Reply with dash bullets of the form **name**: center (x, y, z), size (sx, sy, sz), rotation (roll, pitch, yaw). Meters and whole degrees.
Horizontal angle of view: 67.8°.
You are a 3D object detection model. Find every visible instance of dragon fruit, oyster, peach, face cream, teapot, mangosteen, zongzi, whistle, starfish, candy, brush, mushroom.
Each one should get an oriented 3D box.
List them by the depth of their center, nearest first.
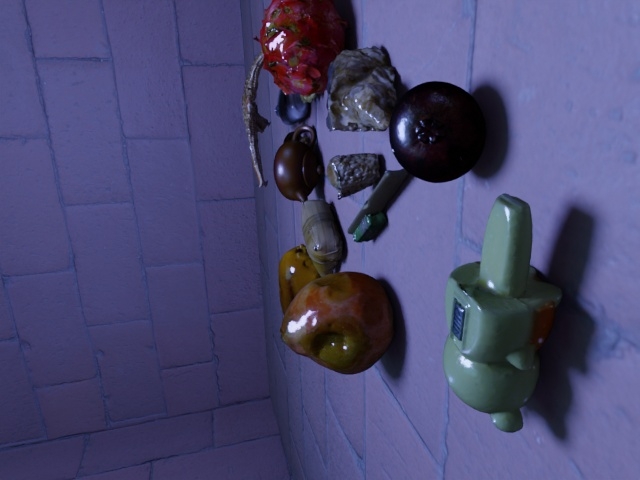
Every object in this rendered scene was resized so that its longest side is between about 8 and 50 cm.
- **whistle**: center (0.200, 0.087, 0.538), size (0.131, 0.106, 0.288), rotation (-118, 24, -61)
- **mangosteen**: center (0.154, -0.142, 0.628), size (0.140, 0.140, 0.139), rotation (174, 90, -76)
- **oyster**: center (0.063, -0.280, 0.907), size (0.341, 0.111, 0.166), rotation (-93, 12, -49)
- **brush**: center (0.112, -0.061, 0.936), size (0.282, 0.054, 0.048), rotation (116, 136, -65)
- **candy**: center (0.067, -0.136, 0.969), size (0.095, 0.110, 0.085), rotation (149, 105, -87)
- **peach**: center (0.032, 0.175, 1.003), size (0.214, 0.236, 0.214), rotation (169, 90, -85)
- **dragon fruit**: center (-0.038, -0.458, 1.067), size (0.205, 0.210, 0.267), rotation (32, -137, -72)
- **zongzi**: center (0.000, 0.000, 1.342), size (0.197, 0.099, 0.194), rotation (92, 165, -58)
- **teapot**: center (-0.051, -0.225, 1.406), size (0.178, 0.135, 0.251), rotation (42, -126, -66)
- **starfish**: center (-0.170, -0.382, 1.410), size (0.398, 0.132, 0.383), rotation (112, 159, -48)
- **mushroom**: center (-0.080, -0.287, 1.529), size (0.109, 0.085, 0.126), rotation (108, 168, -56)
- **face cream**: center (-0.100, -0.450, 1.565), size (0.291, 0.071, 0.143), rotation (-167, 74, -74)

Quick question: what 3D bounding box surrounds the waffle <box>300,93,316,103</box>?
- **waffle**: center (-0.030, -0.512, 1.296), size (0.261, 0.056, 0.249), rotation (140, 122, -71)

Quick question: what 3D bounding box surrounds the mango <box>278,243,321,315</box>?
- **mango**: center (-0.052, 0.141, 1.482), size (0.201, 0.153, 0.287), rotation (-124, 28, -51)
